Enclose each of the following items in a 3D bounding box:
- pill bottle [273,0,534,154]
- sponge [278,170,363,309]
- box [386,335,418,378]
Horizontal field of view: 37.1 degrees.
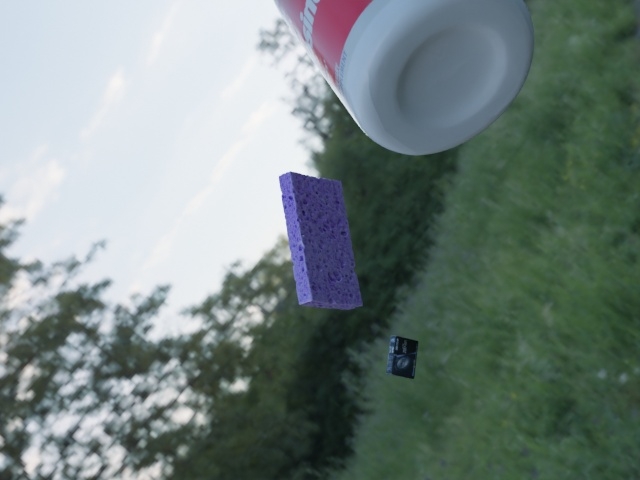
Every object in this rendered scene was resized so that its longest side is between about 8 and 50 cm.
[{"bbox_3d":[0.070,-0.308,1.188,0.229,0.407,0.229,-15,-45,-15],"label":"pill bottle"},{"bbox_3d":[0.000,0.000,1.451,0.031,0.210,0.117,-24,-23,39],"label":"sponge"},{"bbox_3d":[0.174,0.249,2.033,0.018,0.067,0.083,-8,69,52],"label":"box"}]
